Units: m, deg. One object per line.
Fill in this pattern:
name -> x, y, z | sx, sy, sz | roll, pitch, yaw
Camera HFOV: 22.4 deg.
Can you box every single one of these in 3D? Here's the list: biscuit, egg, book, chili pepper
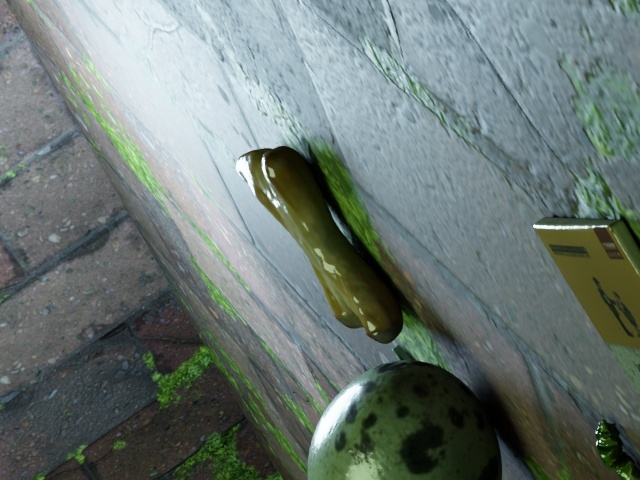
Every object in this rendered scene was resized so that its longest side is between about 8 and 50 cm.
biscuit -> 0.000, 0.000, 1.525 | 0.208, 0.047, 0.164 | 57, 169, -10
egg -> 0.077, 0.197, 1.453 | 0.177, 0.177, 0.228 | 49, 152, 31
book -> 0.191, 0.060, 0.934 | 0.172, 0.012, 0.118 | 57, 169, -8
chili pepper -> 0.212, 0.157, 1.129 | 0.083, 0.022, 0.027 | 57, -157, -14

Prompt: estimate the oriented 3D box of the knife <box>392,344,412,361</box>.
knife -> 0.132, 0.195, 1.639 | 0.210, 0.015, 0.028 | 58, 175, -12
